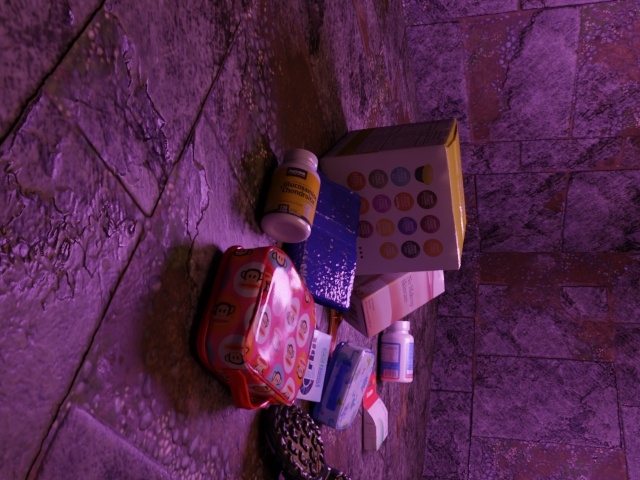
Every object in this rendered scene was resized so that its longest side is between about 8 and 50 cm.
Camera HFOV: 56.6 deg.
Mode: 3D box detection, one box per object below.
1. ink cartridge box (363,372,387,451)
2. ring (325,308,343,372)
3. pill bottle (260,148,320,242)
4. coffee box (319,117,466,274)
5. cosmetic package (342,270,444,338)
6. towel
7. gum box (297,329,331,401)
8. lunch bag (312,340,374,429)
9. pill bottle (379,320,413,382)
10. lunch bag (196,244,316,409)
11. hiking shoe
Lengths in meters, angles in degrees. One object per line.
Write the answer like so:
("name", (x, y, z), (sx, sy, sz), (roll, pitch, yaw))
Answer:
("ink cartridge box", (0.191, 0.587, 2.053), (0.181, 0.056, 0.225), (0, 92, -72))
("ring", (0.005, 0.190, 1.525), (0.336, 0.032, 0.337), (0, 90, -72))
("pill bottle", (-0.057, -0.095, 1.226), (0.103, 0.103, 0.184), (62, 33, -54))
("coffee box", (0.224, -0.129, 1.669), (0.338, 0.334, 0.338), (-53, 136, -62))
("cosmetic package", (0.208, 0.136, 1.735), (0.296, 0.129, 0.153), (-29, 125, -23))
("towel", (0.000, 0.000, 1.407), (0.227, 0.076, 0.308), (26, 63, -45))
("gum box", (-0.041, 0.271, 1.321), (0.184, 0.041, 0.157), (37, 60, -58))
("lunch bag", (0.061, 0.371, 1.539), (0.176, 0.090, 0.219), (33, 75, -70))
("pill bottle", (0.284, 0.411, 2.217), (0.124, 0.124, 0.221), (27, 65, -69))
("lunch bag", (-0.104, 0.175, 1.058), (0.293, 0.120, 0.258), (65, 31, -53))
("hiking shoe", (-0.050, 0.472, 1.255), (0.113, 0.132, 0.304), (-45, 111, -45))
